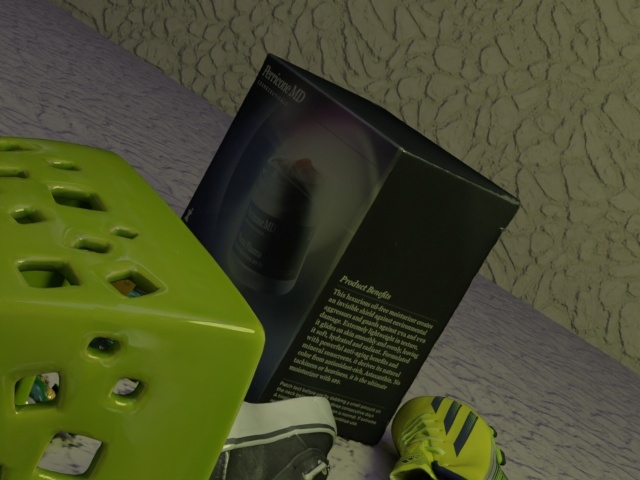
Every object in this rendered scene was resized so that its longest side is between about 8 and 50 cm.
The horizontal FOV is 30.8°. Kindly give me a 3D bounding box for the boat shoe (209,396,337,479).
[{"bbox_3d":[-0.042,0.176,0.844,0.102,0.108,0.301,66,7,13],"label":"boat shoe"}]

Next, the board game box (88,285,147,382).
[{"bbox_3d":[-0.202,0.067,1.095,0.126,0.026,0.186,29,11,-3],"label":"board game box"}]

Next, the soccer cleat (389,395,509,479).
[{"bbox_3d":[0.111,0.212,1.083,0.121,0.093,0.289,24,12,-20],"label":"soccer cleat"}]

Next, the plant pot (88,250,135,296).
[{"bbox_3d":[-0.203,0.020,1.036,0.081,0.081,0.083,22,24,-37],"label":"plant pot"}]

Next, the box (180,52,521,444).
[{"bbox_3d":[0.000,0.000,1.226,0.183,0.294,0.296,22,12,-37],"label":"box"}]

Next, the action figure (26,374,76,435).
[{"bbox_3d":[-0.253,0.087,0.786,0.232,0.063,0.137,27,7,-35],"label":"action figure"}]

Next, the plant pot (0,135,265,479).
[{"bbox_3d":[-0.195,0.069,0.593,0.207,0.228,0.227,15,18,-36],"label":"plant pot"}]
